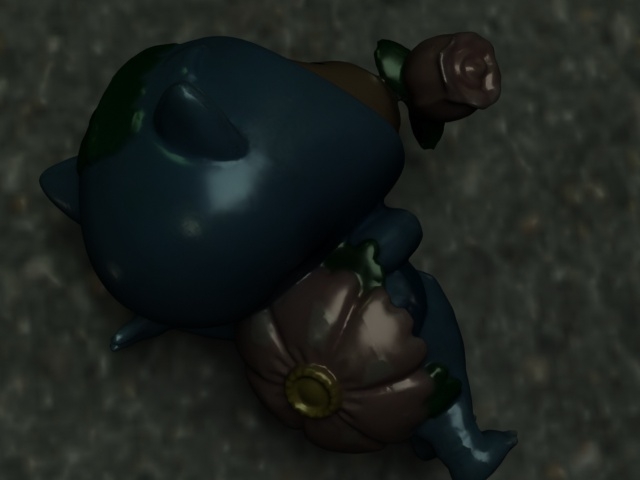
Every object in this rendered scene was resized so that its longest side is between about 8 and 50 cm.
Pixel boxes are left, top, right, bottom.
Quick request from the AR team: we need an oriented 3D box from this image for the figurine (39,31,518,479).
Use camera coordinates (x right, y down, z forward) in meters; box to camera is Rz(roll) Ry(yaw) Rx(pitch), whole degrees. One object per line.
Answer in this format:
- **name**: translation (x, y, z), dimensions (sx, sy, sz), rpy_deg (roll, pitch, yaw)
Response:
- **figurine**: translation (0.004, -0.003, 0.633), dimensions (0.178, 0.114, 0.144), rpy_deg (49, 65, -9)
